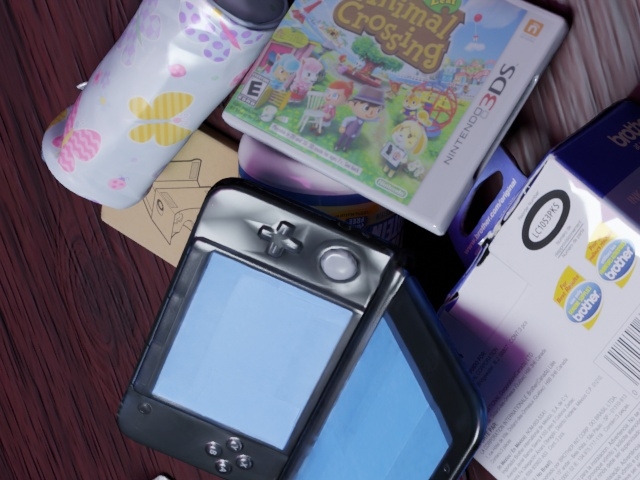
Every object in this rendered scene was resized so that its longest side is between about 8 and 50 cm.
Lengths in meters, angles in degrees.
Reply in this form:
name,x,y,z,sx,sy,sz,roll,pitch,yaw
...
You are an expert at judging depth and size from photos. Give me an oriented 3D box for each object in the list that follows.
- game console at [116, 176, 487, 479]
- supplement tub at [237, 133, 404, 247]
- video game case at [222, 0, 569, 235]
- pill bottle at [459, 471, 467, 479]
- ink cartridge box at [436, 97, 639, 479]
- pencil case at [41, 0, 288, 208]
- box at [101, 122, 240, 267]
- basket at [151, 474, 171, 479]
name,x,y,z,sx,sy,sz,roll,pitch,yaw
game console,-0.030,0.141,1.112,0.250,0.173,0.293,23,123,-4
supplement tub,0.000,0.000,1.213,0.144,0.144,0.200,19,122,30
video game case,0.056,-0.132,1.103,0.212,0.023,0.193,29,82,25
pill bottle,0.059,0.247,1.273,0.087,0.160,0.087,17,121,31
ink cartridge box,0.240,0.086,1.061,0.395,0.151,0.270,41,130,14
pencil case,-0.142,-0.148,1.259,0.113,0.124,0.273,23,132,-28
box,-0.129,-0.042,1.377,0.201,0.021,0.164,31,127,22
basket,-0.155,0.359,1.531,0.167,0.113,0.103,32,131,22
